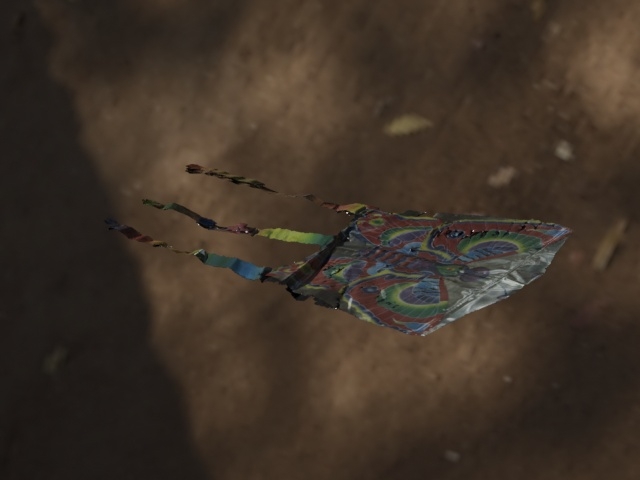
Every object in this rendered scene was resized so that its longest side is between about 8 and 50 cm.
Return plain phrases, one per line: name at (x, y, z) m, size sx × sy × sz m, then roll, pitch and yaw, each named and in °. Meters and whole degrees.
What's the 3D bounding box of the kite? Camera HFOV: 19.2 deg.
kite at (0.000, 0.000, 1.103) m, size 0.285 × 0.152 × 0.015 m, roll 15°, pitch 121°, yaw 37°
